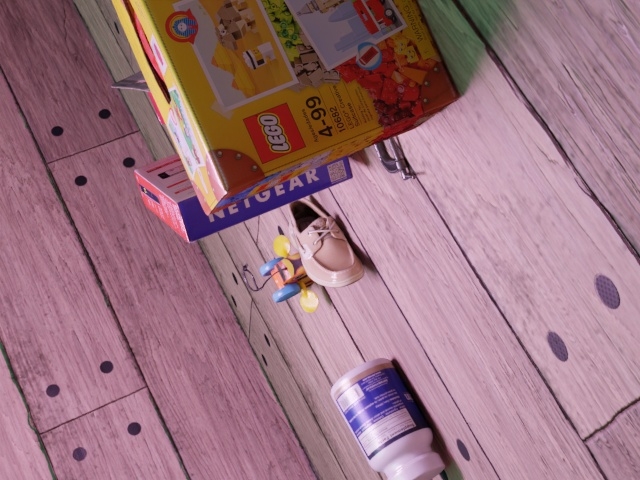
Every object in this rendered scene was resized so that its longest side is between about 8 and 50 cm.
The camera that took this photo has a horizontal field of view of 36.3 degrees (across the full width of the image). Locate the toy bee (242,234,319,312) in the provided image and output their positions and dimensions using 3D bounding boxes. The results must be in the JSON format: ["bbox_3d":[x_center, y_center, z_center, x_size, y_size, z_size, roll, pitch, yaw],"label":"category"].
[{"bbox_3d":[-0.058,0.085,2.359,0.195,0.162,0.298,61,-171,-8],"label":"toy bee"}]

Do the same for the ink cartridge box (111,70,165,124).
[{"bbox_3d":[-0.245,-0.308,1.973,0.309,0.272,0.130,22,137,63],"label":"ink cartridge box"}]

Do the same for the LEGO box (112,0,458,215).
[{"bbox_3d":[-0.086,-0.343,1.420,0.500,0.373,0.193,66,163,2],"label":"LEGO box"}]

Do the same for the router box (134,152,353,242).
[{"bbox_3d":[-0.155,-0.127,1.861,0.301,0.335,0.082,33,142,62],"label":"router box"}]

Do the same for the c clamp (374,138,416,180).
[{"bbox_3d":[0.113,-0.172,1.655,0.160,0.022,0.137,66,169,-2],"label":"c clamp"}]

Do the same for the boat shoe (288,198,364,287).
[{"bbox_3d":[0.000,0.000,2.090,0.302,0.109,0.098,-128,20,-56],"label":"boat shoe"}]

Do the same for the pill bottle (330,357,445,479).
[{"bbox_3d":[0.145,0.397,2.079,0.264,0.153,0.153,60,162,23],"label":"pill bottle"}]
